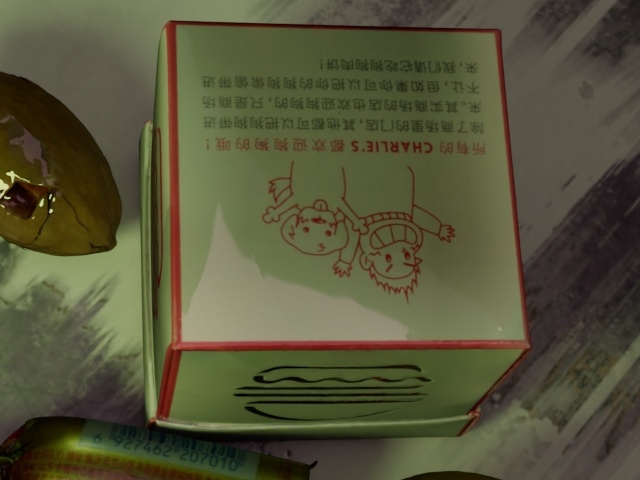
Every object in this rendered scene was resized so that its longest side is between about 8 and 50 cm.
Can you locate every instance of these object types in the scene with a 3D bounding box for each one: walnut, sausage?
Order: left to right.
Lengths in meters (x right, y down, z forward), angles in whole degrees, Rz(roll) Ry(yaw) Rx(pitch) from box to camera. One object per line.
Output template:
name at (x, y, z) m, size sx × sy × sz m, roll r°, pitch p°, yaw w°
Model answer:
walnut at (-0.285, -0.077, 1.527) m, size 0.137 × 0.137 × 0.245 m, roll -41°, pitch 84°, yaw -20°
sausage at (-0.170, 0.229, 1.434) m, size 0.317 × 0.117 × 0.125 m, roll 12°, pitch 65°, yaw -2°

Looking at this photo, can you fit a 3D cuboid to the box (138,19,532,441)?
box at (0.000, 0.000, 1.444) m, size 0.314 × 0.300 × 0.312 m, roll 0°, pitch 69°, yaw -8°

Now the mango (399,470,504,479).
mango at (0.090, 0.372, 1.270) m, size 0.220 × 0.301 × 0.445 m, roll 52°, pitch 25°, yaw -25°
